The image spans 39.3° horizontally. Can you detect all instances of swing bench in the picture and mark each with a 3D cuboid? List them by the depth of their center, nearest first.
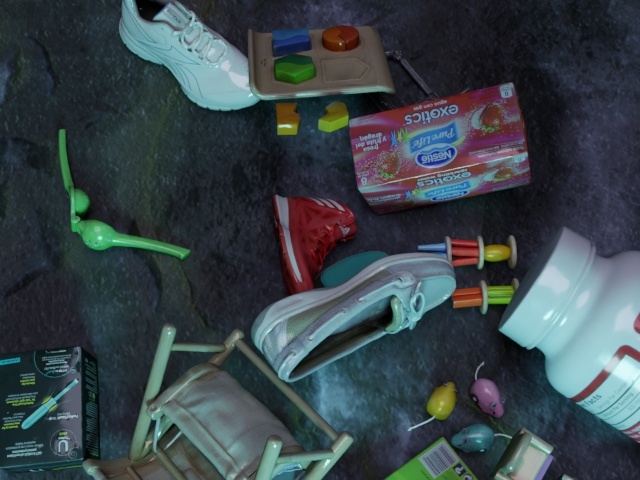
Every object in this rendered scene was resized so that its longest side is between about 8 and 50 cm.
[{"bbox_3d":[-0.142,0.284,1.181,0.253,0.165,0.254,39,105,35],"label":"swing bench"}]

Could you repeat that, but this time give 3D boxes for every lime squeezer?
[{"bbox_3d":[-0.352,-0.055,1.413,0.310,0.059,0.110,43,76,15],"label":"lime squeezer"}]

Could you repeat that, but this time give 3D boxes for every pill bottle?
[{"bbox_3d":[0.462,0.159,1.225,0.408,0.229,0.229,32,74,7],"label":"pill bottle"}]

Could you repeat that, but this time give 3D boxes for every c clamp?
[{"bbox_3d":[0.146,-0.263,1.505,0.137,0.022,0.160,-41,76,-8],"label":"c clamp"}]

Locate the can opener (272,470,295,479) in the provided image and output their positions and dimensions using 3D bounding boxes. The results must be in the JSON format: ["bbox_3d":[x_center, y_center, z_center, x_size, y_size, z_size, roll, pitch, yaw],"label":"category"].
[{"bbox_3d":[-0.066,0.437,1.238,0.095,0.076,0.283,21,68,-26],"label":"can opener"}]

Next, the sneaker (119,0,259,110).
[{"bbox_3d":[-0.218,-0.317,1.468,0.297,0.129,0.111,32,70,10],"label":"sneaker"}]

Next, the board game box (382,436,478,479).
[{"bbox_3d":[0.109,0.388,1.220,0.260,0.039,0.124,-27,66,-29],"label":"board game box"}]

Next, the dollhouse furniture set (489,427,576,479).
[{"bbox_3d":[0.311,0.426,1.085,0.303,0.198,0.286,31,76,12],"label":"dollhouse furniture set"}]

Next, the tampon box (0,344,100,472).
[{"bbox_3d":[-0.386,0.244,1.281,0.121,0.101,0.160,-6,71,-1],"label":"tampon box"}]

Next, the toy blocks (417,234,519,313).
[{"bbox_3d":[0.225,0.053,1.371,0.148,0.054,0.123,-1,72,2],"label":"toy blocks"}]

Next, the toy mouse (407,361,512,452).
[{"bbox_3d":[0.229,0.250,1.296,0.143,0.031,0.161,33,59,12],"label":"toy mouse"}]

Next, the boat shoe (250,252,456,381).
[{"bbox_3d":[0.063,0.108,1.261,0.321,0.118,0.103,-16,47,-25],"label":"boat shoe"}]

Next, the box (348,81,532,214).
[{"bbox_3d":[0.184,-0.135,1.368,0.257,0.128,0.122,-11,70,13],"label":"box"}]

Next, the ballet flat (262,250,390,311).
[{"bbox_3d":[0.009,0.091,1.352,0.232,0.073,0.080,-27,51,-12],"label":"ballet flat"}]

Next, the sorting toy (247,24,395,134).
[{"bbox_3d":[0.001,-0.268,1.414,0.229,0.041,0.307,-1,39,-5],"label":"sorting toy"}]

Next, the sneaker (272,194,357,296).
[{"bbox_3d":[0.000,0.000,1.344,0.128,0.087,0.221,-6,44,-7],"label":"sneaker"}]
